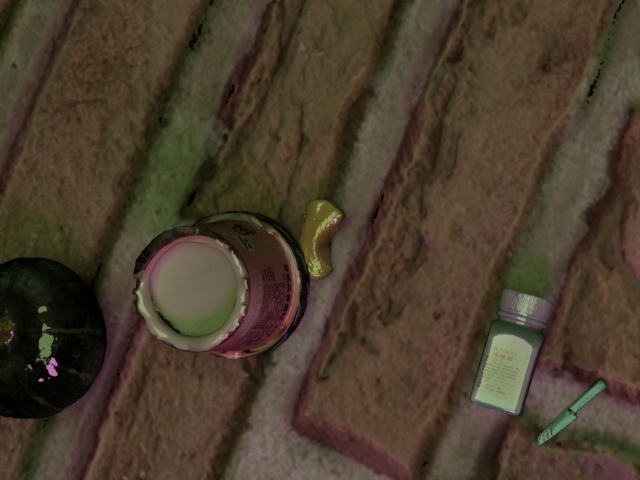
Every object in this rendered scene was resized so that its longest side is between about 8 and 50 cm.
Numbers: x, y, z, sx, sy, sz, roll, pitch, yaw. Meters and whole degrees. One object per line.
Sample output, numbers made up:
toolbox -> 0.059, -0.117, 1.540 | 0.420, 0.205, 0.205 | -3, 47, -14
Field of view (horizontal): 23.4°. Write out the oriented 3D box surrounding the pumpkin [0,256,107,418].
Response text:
pumpkin -> -0.299, 0.102, 1.571 | 0.167, 0.125, 0.167 | 1, 96, 10

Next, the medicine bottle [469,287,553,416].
medicine bottle -> 0.187, 0.110, 1.509 | 0.055, 0.074, 0.118 | 17, 88, 12

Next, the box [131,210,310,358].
box -> -0.104, 0.046, 1.525 | 0.151, 0.135, 0.151 | 1, 92, 22

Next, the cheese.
cheese -> 0.000, 0.000, 1.573 | 0.044, 0.030, 0.083 | 13, 92, 25

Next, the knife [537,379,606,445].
knife -> 0.248, 0.172, 1.528 | 0.091, 0.005, 0.014 | -42, 78, 5
